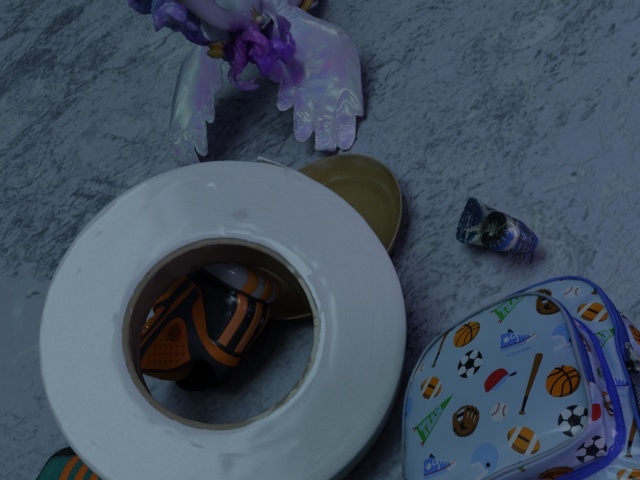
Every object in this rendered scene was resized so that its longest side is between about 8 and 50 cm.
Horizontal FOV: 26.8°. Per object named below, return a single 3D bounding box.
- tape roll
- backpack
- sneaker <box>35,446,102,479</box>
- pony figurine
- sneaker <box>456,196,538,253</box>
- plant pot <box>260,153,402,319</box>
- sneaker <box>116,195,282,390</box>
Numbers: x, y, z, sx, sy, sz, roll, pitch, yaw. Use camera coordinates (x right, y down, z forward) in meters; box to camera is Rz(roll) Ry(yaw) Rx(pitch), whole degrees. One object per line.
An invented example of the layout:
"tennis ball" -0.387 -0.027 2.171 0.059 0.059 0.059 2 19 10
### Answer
"tape roll" -0.101 0.103 1.422 0.392 0.072 0.392 -1 70 3
"backpack" 0.195 0.166 1.203 0.276 0.213 0.263 -26 33 22
"sneaker" -0.243 0.269 1.511 0.302 0.108 0.121 -29 48 17
"pony figurine" -0.103 -0.289 1.744 0.302 0.363 0.351 -3 70 27
"sneaker" 0.192 -0.008 1.460 0.052 0.058 0.135 -68 20 7
"plant pot" 0.000 0.000 1.608 0.236 0.032 0.236 -21 45 23
"sneaker" -0.190 0.066 1.609 0.321 0.124 0.180 32 95 51
